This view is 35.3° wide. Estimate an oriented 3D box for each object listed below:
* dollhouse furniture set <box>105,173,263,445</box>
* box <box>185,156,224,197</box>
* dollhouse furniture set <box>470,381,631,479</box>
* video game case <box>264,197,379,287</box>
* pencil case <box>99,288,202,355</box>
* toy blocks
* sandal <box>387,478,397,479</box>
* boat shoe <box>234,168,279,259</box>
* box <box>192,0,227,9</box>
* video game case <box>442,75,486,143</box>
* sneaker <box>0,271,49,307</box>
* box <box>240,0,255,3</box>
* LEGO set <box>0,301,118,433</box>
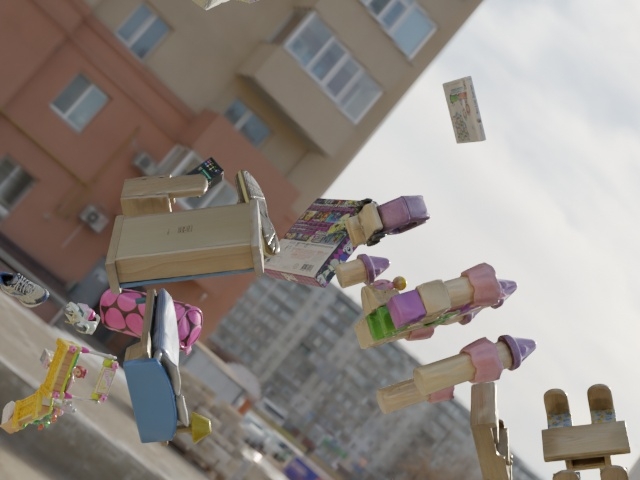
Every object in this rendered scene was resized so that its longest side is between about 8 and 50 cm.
[{"bbox_3d":[-0.171,0.094,1.445,0.286,0.198,0.303,-98,-177,-61],"label":"dollhouse furniture set"},{"bbox_3d":[-0.288,-0.156,2.500,0.052,0.083,0.062,48,-22,10],"label":"box"},{"bbox_3d":[0.382,0.320,1.666,0.212,0.242,0.161,-75,152,-59],"label":"dollhouse furniture set"},{"bbox_3d":[0.000,0.000,2.101,0.042,0.210,0.232,48,-21,-25],"label":"video game case"},{"bbox_3d":[-0.343,0.160,2.024,0.209,0.095,0.098,14,-63,28],"label":"pencil case"},{"bbox_3d":[0.200,0.084,1.583,0.288,0.260,0.309,124,-52,-71],"label":"toy blocks"},{"bbox_3d":[0.167,0.571,2.026,0.180,0.072,0.049,60,-27,10],"label":"sandal"},{"bbox_3d":[-0.109,-0.038,1.544,0.056,0.049,0.152,27,39,-56],"label":"boat shoe"},{"bbox_3d":[-0.225,-0.517,1.694,0.232,0.148,0.127,36,-53,7],"label":"box"},{"bbox_3d":[0.317,-0.287,2.232,0.157,0.019,0.143,-164,-121,-78],"label":"video game case"},{"bbox_3d":[-0.642,0.101,2.158,0.135,0.052,0.058,15,-32,27],"label":"sneaker"},{"bbox_3d":[-0.109,-0.623,2.237,0.243,0.213,0.117,-138,-153,-66],"label":"box"},{"bbox_3d":[-0.434,0.251,1.708,0.107,0.287,0.132,19,24,-34],"label":"LEGO set"}]
